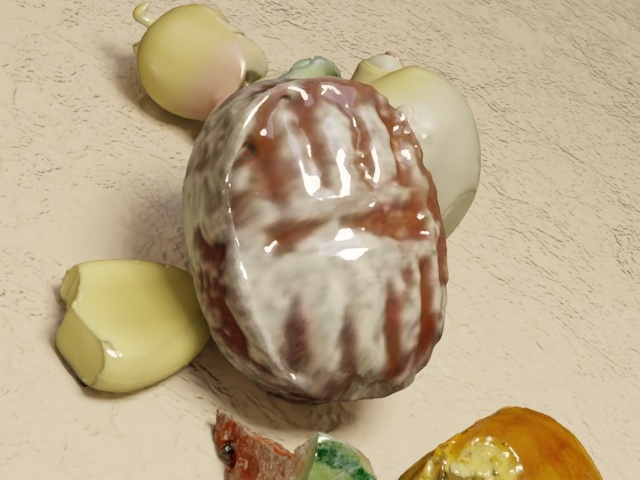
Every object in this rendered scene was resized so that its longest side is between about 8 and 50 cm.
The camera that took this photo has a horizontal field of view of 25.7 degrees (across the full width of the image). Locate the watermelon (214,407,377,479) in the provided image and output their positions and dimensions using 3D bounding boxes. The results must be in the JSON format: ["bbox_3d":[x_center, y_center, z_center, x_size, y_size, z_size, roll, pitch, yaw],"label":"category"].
[{"bbox_3d":[-0.025,0.209,1.125,0.098,0.121,0.158,18,-9,-40],"label":"watermelon"}]

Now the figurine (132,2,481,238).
[{"bbox_3d":[-0.044,-0.107,1.390,0.394,0.226,0.274,34,65,15],"label":"figurine"}]

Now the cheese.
[{"bbox_3d":[-0.122,0.055,1.230,0.255,0.050,0.127,-16,55,-46],"label":"cheese"}]

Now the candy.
[{"bbox_3d":[0.000,0.000,1.191,0.214,0.157,0.289,-14,94,-27],"label":"candy"}]

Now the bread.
[{"bbox_3d":[0.135,0.239,1.103,0.179,0.133,0.250,54,38,5],"label":"bread"}]
